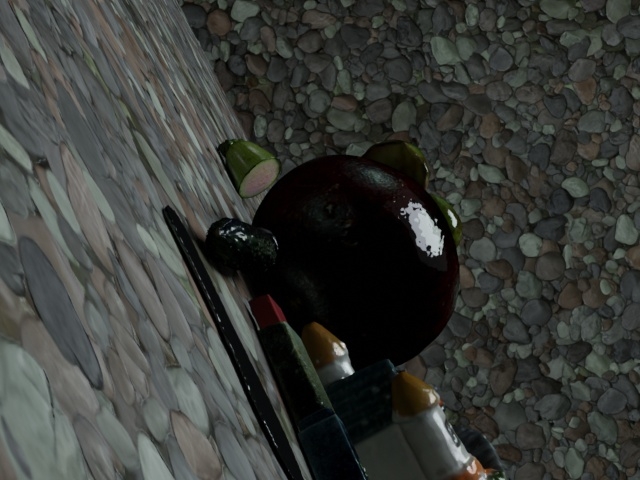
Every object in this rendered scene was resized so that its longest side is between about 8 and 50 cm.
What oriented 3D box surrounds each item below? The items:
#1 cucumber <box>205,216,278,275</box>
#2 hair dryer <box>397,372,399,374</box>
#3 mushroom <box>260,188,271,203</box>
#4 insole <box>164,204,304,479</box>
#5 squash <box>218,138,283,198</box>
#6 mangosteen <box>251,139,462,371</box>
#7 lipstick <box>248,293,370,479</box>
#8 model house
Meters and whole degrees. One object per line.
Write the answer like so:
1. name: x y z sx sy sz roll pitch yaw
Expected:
1. cucumber: -0.090 0.010 1.303 0.067 0.067 0.245 63 2 4
2. hair dryer: 0.071 0.253 2.103 0.352 0.125 0.210 52 -3 34
3. mushroom: 0.000 0.000 1.808 0.254 0.184 0.255 29 -38 25
4. insole: -0.079 0.107 1.057 0.322 0.007 0.109 63 0 13
5. squash: -0.151 -0.161 2.120 0.132 0.105 0.105 49 -4 25
6. mangosteen: 0.058 0.021 1.556 0.330 0.330 0.330 62 1 -3
7. lipstick: -0.015 0.174 1.234 0.051 0.051 0.312 59 3 -46
8. model house: 0.089 0.219 1.378 0.301 0.190 0.271 61 3 -6
